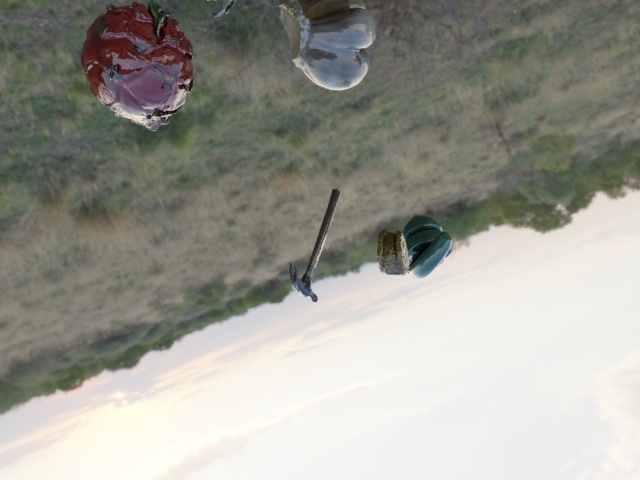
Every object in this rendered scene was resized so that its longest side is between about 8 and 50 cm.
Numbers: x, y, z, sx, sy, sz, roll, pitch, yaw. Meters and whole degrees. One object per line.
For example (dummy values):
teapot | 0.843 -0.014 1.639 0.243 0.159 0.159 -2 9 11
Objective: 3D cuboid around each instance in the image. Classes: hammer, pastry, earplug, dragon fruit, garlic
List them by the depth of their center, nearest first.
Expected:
pastry | 0.152 0.026 1.272 0.057 0.109 0.097 -2 -133 17
dragon fruit | -0.399 -0.380 1.357 0.244 0.244 0.299 -21 136 -14
hammer | -0.001 0.000 1.501 0.027 0.297 0.125 -1 147 39
garlic | 0.032 -0.516 1.543 0.292 0.237 0.210 -5 134 -30
earplug | 0.322 0.014 1.886 0.164 0.280 0.257 -22 139 10

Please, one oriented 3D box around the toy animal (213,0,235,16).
toy animal | -0.294 -0.831 1.911 0.176 0.217 0.073 -8 -173 20
